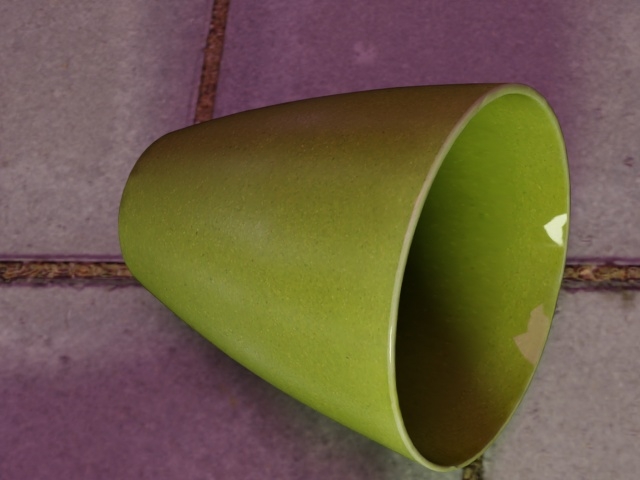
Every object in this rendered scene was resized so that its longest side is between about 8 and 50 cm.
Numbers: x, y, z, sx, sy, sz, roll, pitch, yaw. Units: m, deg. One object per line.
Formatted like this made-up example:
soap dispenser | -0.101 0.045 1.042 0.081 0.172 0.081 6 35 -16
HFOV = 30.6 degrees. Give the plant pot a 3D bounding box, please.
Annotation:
plant pot | 0.000 0.000 0.891 0.294 0.274 0.274 13 59 32
